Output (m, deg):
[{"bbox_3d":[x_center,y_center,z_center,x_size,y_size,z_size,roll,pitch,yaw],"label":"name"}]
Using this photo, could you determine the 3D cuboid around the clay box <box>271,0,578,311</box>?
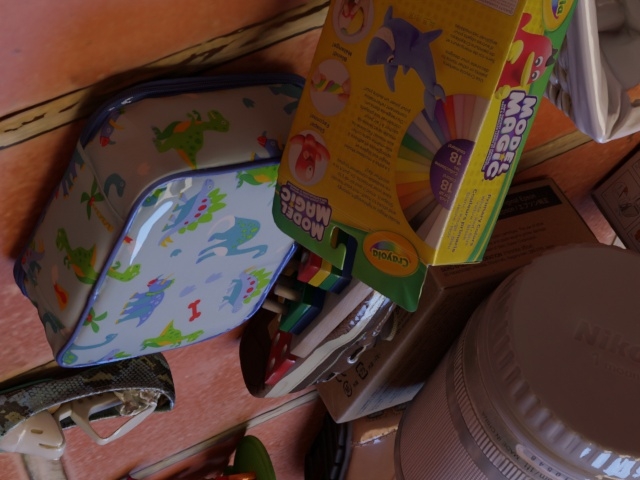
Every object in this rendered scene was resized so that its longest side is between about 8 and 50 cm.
[{"bbox_3d":[0.056,-0.085,0.758,0.053,0.127,0.222,-4,119,-47],"label":"clay box"}]

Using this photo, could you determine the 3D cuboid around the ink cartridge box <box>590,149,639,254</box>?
[{"bbox_3d":[0.465,-0.093,1.318,0.272,0.130,0.309,-3,146,-46],"label":"ink cartridge box"}]

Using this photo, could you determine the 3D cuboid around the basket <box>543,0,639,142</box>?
[{"bbox_3d":[0.173,-0.161,0.800,0.113,0.103,0.167,-22,122,-16],"label":"basket"}]

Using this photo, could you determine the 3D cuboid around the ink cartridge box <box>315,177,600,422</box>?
[{"bbox_3d":[0.113,0.056,1.263,0.193,0.088,0.234,-14,151,-35],"label":"ink cartridge box"}]

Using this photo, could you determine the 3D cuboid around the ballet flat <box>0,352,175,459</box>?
[{"bbox_3d":[-0.200,0.139,1.096,0.188,0.070,0.070,-18,154,-25],"label":"ballet flat"}]

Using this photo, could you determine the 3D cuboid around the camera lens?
[{"bbox_3d":[0.199,0.157,1.175,0.219,0.219,0.274,-17,154,-28],"label":"camera lens"}]

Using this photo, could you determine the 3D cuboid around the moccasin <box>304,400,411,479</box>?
[{"bbox_3d":[0.063,0.250,1.530,0.147,0.139,0.380,-1,140,-11],"label":"moccasin"}]

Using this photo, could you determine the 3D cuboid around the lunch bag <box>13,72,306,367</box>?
[{"bbox_3d":[-0.089,-0.012,0.889,0.176,0.090,0.219,-11,150,-36],"label":"lunch bag"}]

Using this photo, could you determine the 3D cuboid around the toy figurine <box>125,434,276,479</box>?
[{"bbox_3d":[-0.145,0.275,1.416,0.159,0.130,0.173,-4,172,-22],"label":"toy figurine"}]

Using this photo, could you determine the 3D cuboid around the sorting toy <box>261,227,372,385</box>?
[{"bbox_3d":[0.000,0.000,0.981,0.046,0.132,0.274,20,147,-14],"label":"sorting toy"}]

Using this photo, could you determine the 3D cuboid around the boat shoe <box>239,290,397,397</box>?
[{"bbox_3d":[0.022,0.053,1.140,0.095,0.095,0.257,1,155,-29],"label":"boat shoe"}]
